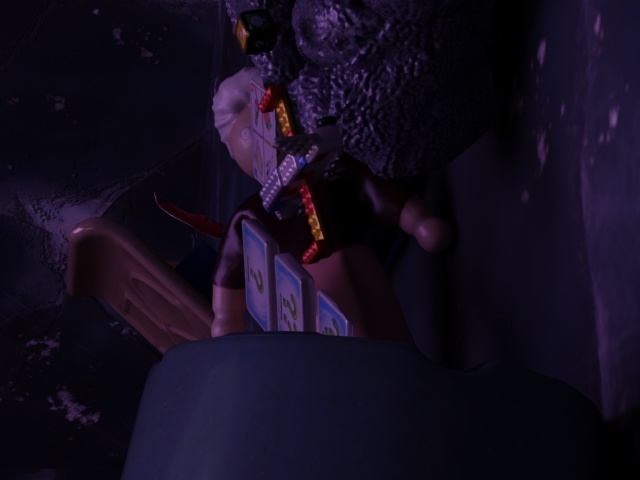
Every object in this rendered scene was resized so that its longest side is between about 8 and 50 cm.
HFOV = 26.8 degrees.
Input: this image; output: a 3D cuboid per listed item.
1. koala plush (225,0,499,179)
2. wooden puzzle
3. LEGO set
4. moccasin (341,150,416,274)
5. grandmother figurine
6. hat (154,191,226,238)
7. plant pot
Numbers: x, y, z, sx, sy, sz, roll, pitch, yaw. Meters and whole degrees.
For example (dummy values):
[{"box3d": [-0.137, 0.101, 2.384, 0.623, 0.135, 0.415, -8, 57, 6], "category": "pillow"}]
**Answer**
[{"box3d": [0.056, -0.176, 0.887, 0.221, 0.196, 0.203, 107, 150, -53], "category": "koala plush"}, {"box3d": [-0.086, 0.103, 1.302, 0.080, 0.348, 0.322, -52, 1, -16], "category": "wooden puzzle"}, {"box3d": [-0.033, -0.021, 0.888, 0.182, 0.060, 0.244, -136, 40, -57], "category": "LEGO set"}, {"box3d": [0.000, 0.000, 1.283, 0.342, 0.117, 0.137, 106, 163, -53], "category": "moccasin"}, {"box3d": [0.001, 0.016, 1.058, 0.104, 0.208, 0.342, 72, 178, -75], "category": "grandmother figurine"}, {"box3d": [-0.121, 0.036, 1.741, 0.208, 0.184, 0.173, -143, 56, -77], "category": "hat"}, {"box3d": [0.010, 0.239, 0.700, 0.341, 0.341, 0.334, 122, 157, -69], "category": "plant pot"}]
